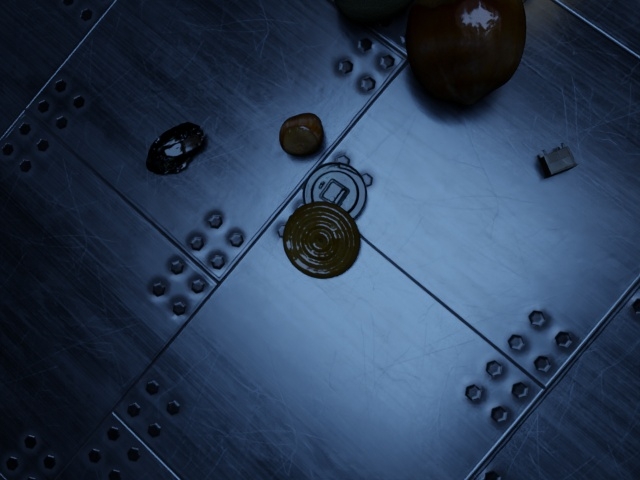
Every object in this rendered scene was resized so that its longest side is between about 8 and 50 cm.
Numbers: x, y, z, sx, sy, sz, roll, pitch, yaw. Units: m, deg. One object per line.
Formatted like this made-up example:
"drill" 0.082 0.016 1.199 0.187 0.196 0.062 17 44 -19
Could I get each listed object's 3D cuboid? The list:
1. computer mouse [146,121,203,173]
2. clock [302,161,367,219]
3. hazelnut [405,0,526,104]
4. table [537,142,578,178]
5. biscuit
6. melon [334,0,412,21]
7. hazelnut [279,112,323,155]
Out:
"computer mouse" -0.509 -0.319 1.736 0.242 0.077 0.146 -36 83 3
"clock" 0.048 -0.152 1.664 0.215 0.042 0.214 -1 85 8
"hazelnut" 0.441 -0.608 1.517 0.366 0.366 0.365 -1 85 7
"table" 0.734 -0.250 1.569 0.083 0.070 0.082 -21 83 6
"biscuit" 0.000 0.000 1.631 0.262 0.037 0.261 2 99 11
"melon" 0.185 -0.835 1.611 0.302 0.237 0.237 -15 83 4
"hazelnut" -0.065 -0.358 1.653 0.151 0.150 0.150 -1 85 7
